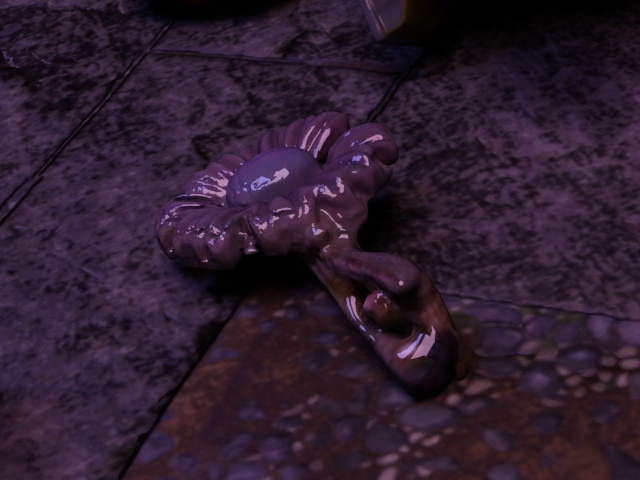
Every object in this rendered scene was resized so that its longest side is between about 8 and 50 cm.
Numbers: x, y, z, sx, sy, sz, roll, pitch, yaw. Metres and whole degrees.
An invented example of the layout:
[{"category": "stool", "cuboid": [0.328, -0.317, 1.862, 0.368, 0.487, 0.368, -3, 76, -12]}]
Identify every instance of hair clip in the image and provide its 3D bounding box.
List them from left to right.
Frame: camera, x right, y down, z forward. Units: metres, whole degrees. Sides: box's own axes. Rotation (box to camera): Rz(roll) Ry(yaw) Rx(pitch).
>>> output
[{"category": "hair clip", "cuboid": [-0.001, -0.005, 1.086, 0.173, 0.069, 0.300, -29, 39, -17]}]

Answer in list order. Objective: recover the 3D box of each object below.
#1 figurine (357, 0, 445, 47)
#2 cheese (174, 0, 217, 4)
[{"category": "figurine", "cuboid": [0.150, -0.290, 1.251, 0.285, 0.167, 0.342, -32, 50, 28]}, {"category": "cheese", "cuboid": [-0.116, -0.280, 1.475, 0.177, 0.069, 0.270, -28, 39, -16]}]
